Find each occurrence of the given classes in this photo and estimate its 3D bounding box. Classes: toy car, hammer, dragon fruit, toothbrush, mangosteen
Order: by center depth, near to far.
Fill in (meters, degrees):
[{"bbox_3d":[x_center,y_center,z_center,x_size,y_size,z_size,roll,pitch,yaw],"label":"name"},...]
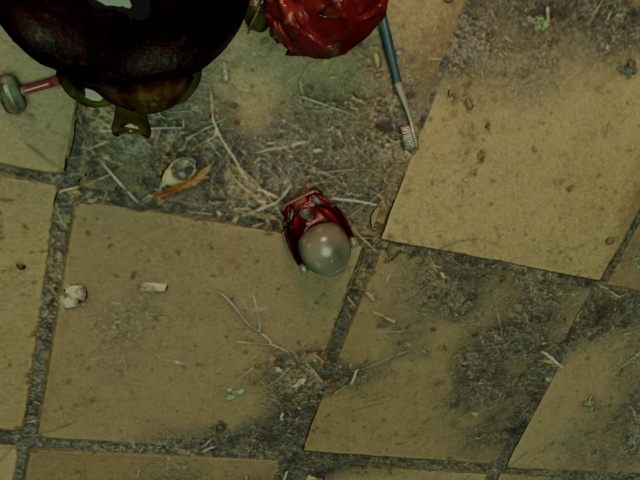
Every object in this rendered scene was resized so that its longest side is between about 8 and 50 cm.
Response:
[{"bbox_3d":[-0.225,-0.299,0.764,0.296,0.313,0.297,2,80,-10],"label":"mangosteen"},{"bbox_3d":[0.004,-0.323,0.861,0.209,0.172,0.172,-36,122,23],"label":"dragon fruit"},{"bbox_3d":[-0.389,-0.203,0.902,0.083,0.031,0.053,-22,125,-16],"label":"hammer"},{"bbox_3d":[0.109,-0.258,1.013,0.025,0.019,0.276,-17,122,3],"label":"toothbrush"},{"bbox_3d":[0.000,0.000,1.069,0.112,0.112,0.139,-27,122,1],"label":"toy car"}]
